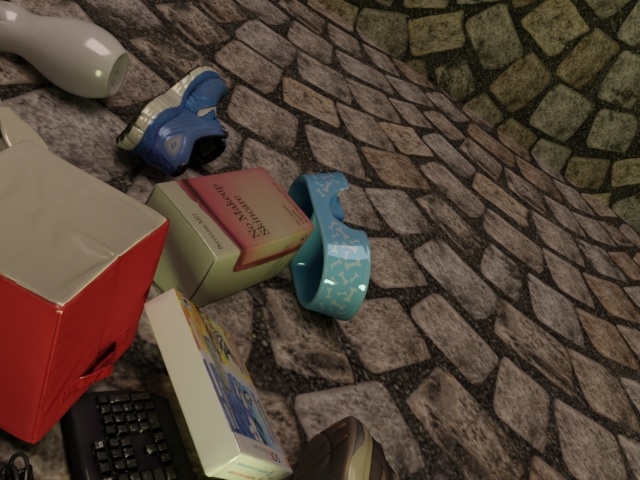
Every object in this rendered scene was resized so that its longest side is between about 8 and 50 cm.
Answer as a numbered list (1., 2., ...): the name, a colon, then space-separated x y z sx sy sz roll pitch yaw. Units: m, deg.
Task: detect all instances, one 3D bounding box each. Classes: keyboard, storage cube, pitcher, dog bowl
1. keyboard: -0.197 0.282 0.556 0.201 0.033 0.317 0 43 -38
2. storage cube: -0.296 0.045 0.601 0.215 0.193 0.183 28 32 4
3. pitcher: -0.444 -0.337 1.038 0.207 0.125 0.178 23 19 -4
4. dog bowl: 0.000 0.000 1.013 0.074 0.166 0.297 7 43 -22

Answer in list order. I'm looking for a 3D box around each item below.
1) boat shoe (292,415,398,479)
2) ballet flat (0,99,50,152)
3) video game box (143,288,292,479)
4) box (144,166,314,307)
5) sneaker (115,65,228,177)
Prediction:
1. boat shoe: 0.026 0.356 0.613 0.130 0.132 0.355 40 39 -15
2. ballet flat: -0.450 -0.146 0.771 0.400 0.139 0.139 43 33 8
3. video game box: -0.114 0.177 0.681 0.205 0.048 0.187 59 -4 29
4. box: -0.147 -0.010 0.901 0.148 0.127 0.232 48 33 15
5. sneaker: -0.242 -0.211 1.090 0.147 0.130 0.330 45 33 -17
